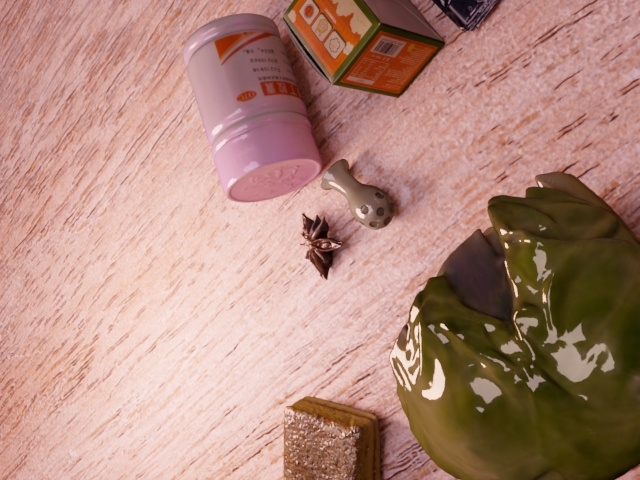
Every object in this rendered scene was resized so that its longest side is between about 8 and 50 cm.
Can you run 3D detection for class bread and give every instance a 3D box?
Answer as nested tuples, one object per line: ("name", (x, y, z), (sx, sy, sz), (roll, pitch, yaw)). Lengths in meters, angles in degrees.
("bread", (0.022, 0.426, 1.579), (0.184, 0.111, 0.234), (7, 97, 38))

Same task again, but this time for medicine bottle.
("medicine bottle", (-0.132, -0.254, 1.635), (0.202, 0.202, 0.315), (-29, 73, 37))

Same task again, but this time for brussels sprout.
("brussels sprout", (0.317, 0.156, 1.165), (0.361, 0.342, 0.425), (45, 120, 28))

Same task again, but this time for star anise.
("star anise", (-0.007, -0.005, 1.627), (0.129, 0.056, 0.124), (55, 143, 29))

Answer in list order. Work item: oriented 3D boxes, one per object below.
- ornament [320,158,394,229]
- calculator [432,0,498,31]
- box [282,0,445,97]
("ornament", (0.074, -0.079, 1.549), (0.075, 0.081, 0.156), (-42, 56, -8))
("calculator", (0.223, -0.495, 1.438), (0.165, 0.028, 0.274), (-52, 59, 29))
("box", (0.072, -0.361, 1.461), (0.148, 0.195, 0.177), (-49, 62, 30))
